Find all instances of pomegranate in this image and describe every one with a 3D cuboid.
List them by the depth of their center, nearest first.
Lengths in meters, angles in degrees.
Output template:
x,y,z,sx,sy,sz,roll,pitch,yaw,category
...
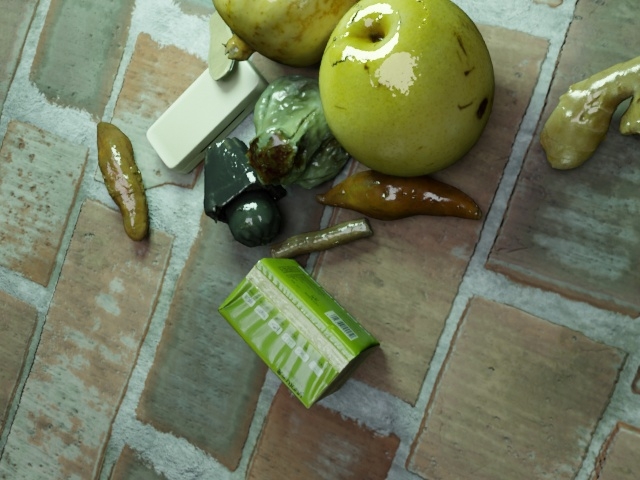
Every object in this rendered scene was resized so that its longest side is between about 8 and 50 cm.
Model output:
x,y,z,sx,sy,sz,roll,pitch,yaw,category
-0.077,-0.508,1.270,0.343,0.342,0.342,-1,87,20,pomegranate

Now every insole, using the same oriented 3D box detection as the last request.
x,y,z,sx,sy,sz,roll,pitch,yaw,category
-0.235,-0.466,1.421,0.081,0.011,0.247,-27,52,22,insole

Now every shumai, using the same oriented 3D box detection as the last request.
x,y,z,sx,sy,sz,roll,pitch,yaw,category
-0.060,-0.250,1.297,0.225,0.222,0.260,-19,77,20,shumai

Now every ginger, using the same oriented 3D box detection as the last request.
x,y,z,sx,sy,sz,roll,pitch,yaw,category
0.594,-0.275,1.069,0.363,0.122,0.347,14,121,28,ginger

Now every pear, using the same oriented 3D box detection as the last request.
x,y,z,sx,sy,sz,roll,pitch,yaw,category
0.161,-0.296,1.159,0.349,0.348,0.348,-1,87,20,pear

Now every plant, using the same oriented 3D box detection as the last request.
x,y,z,sx,sy,sz,roll,pitch,yaw,category
-0.178,-0.107,1.371,0.164,0.142,0.256,-31,74,14,plant

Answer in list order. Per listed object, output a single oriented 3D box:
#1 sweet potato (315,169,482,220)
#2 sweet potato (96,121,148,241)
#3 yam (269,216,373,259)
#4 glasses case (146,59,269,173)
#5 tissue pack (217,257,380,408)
x,y,z,sx,sy,sz,roll,pitch,yaw,category
0.152,-0.095,1.269,0.359,0.112,0.112,1,87,23,sweet potato
-0.497,-0.168,1.510,0.106,0.095,0.354,-44,65,55,sweet potato
0.000,0.000,1.348,0.241,0.057,0.056,-15,82,16,yam
-0.269,-0.307,1.450,0.313,0.070,0.131,-42,74,13,glasses case
-0.042,0.184,1.273,0.275,0.200,0.167,43,100,17,tissue pack
